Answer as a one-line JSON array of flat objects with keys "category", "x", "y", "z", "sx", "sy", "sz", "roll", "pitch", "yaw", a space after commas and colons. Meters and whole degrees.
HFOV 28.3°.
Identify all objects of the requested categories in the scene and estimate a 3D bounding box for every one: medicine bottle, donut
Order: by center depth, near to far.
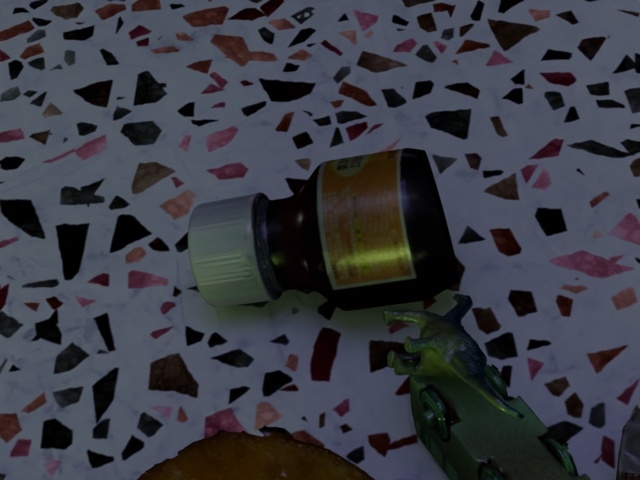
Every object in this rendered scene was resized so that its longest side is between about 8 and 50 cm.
[{"category": "donut", "x": -0.035, "y": 0.428, "z": 1.556, "sx": 0.435, "sy": 0.163, "sz": 0.377, "roll": 31, "pitch": 32, "yaw": 16}, {"category": "medicine bottle", "x": 0.000, "y": 0.000, "z": 1.945, "sx": 0.395, "sy": 0.242, "sz": 0.242, "roll": -10, "pitch": 48, "yaw": 9}]

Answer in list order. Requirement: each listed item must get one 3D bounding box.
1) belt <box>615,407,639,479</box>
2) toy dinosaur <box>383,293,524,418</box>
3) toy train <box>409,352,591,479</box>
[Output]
[{"category": "belt", "x": 0.486, "y": 0.306, "z": 1.684, "sx": 0.184, "sy": 0.105, "sz": 0.261, "roll": 16, "pitch": 54, "yaw": 24}, {"category": "toy dinosaur", "x": 0.167, "y": 0.145, "z": 1.709, "sx": 0.147, "sy": 0.076, "sz": 0.363, "roll": -1, "pitch": 19, "yaw": -6}, {"category": "toy train", "x": 0.240, "y": 0.292, "z": 1.701, "sx": 0.129, "sy": 0.159, "sz": 0.326, "roll": -24, "pitch": 46, "yaw": -16}]
